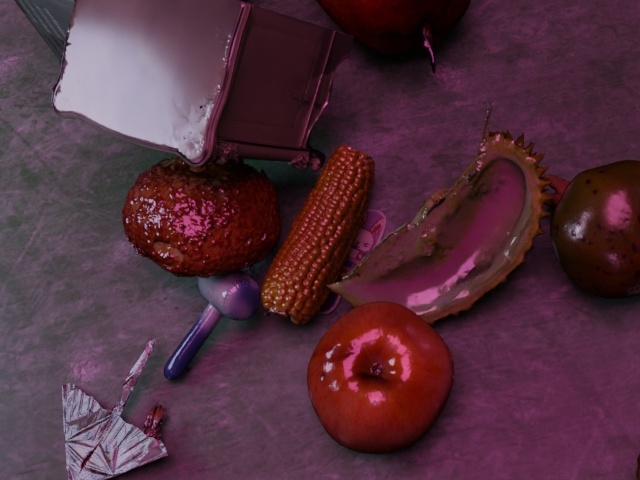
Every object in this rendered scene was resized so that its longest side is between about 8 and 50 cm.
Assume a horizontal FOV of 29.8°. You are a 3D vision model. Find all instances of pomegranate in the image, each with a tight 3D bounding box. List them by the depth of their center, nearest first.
[{"bbox_3d":[0.399,-0.030,1.698,0.246,0.198,0.198,35,75,26],"label":"pomegranate"}]

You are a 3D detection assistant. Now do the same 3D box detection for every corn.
[{"bbox_3d":[0.000,0.000,1.795,0.101,0.101,0.310,19,63,17],"label":"corn"}]

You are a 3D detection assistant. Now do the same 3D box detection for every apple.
[{"bbox_3d":[0.083,0.188,1.659,0.209,0.164,0.209,-3,67,7],"label":"apple"}]

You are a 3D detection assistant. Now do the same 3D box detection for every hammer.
[{"bbox_3d":[-0.172,0.125,1.782,0.194,0.069,0.116,-55,38,-2],"label":"hammer"}]

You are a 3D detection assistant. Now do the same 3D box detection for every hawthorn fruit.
[{"bbox_3d":[0.118,-0.390,1.896,0.254,0.254,0.300,-17,75,1],"label":"hawthorn fruit"}]

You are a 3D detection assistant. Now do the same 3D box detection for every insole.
[{"bbox_3d":[0.038,0.031,1.831,0.065,0.004,0.197,27,71,20],"label":"insole"}]

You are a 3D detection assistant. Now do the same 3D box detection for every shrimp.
[{"bbox_3d":[-0.243,0.277,1.742,0.029,0.038,0.092,24,63,-27],"label":"shrimp"}]

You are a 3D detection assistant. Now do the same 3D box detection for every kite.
[{"bbox_3d":[-0.299,0.255,1.754,0.229,0.012,0.250,23,81,30],"label":"kite"}]

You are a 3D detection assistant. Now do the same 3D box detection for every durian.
[{"bbox_3d":[0.190,-0.008,1.710,0.355,0.169,0.157,-48,51,15],"label":"durian"}]

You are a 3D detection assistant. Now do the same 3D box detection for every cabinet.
[{"bbox_3d":[-0.161,-0.244,1.744,0.290,0.318,0.227,21,101,28],"label":"cabinet"}]

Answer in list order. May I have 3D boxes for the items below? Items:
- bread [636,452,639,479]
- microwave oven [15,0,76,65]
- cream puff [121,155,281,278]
[{"bbox_3d":[0.536,0.283,1.577,0.222,0.096,0.181,-43,66,-14],"label":"bread"},{"bbox_3d":[-0.276,-0.466,1.937,0.247,0.333,0.394,28,74,27],"label":"microwave oven"},{"bbox_3d":[-0.171,-0.047,1.787,0.240,0.240,0.164,6,108,12],"label":"cream puff"}]
